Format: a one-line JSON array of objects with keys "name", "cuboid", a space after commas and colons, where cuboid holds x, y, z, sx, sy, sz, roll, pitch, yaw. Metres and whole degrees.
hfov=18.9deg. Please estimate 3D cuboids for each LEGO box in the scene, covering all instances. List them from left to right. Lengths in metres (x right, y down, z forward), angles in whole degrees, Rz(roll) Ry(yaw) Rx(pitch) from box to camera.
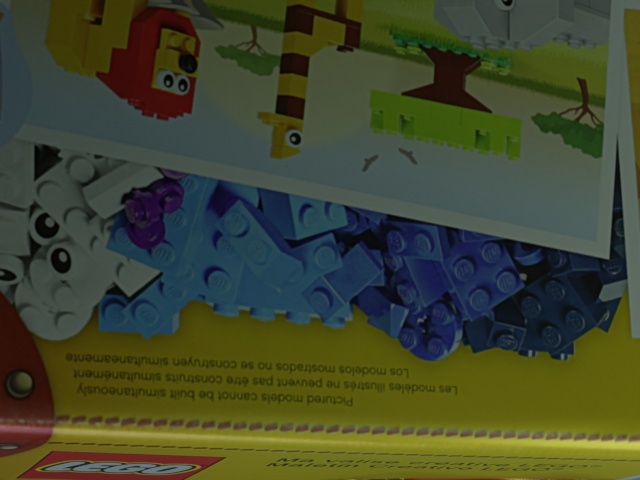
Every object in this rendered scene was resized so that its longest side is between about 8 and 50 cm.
[{"name": "LEGO box", "cuboid": [0.070, -0.088, 0.715, 0.500, 0.372, 0.193, 3, 165, -20]}]
